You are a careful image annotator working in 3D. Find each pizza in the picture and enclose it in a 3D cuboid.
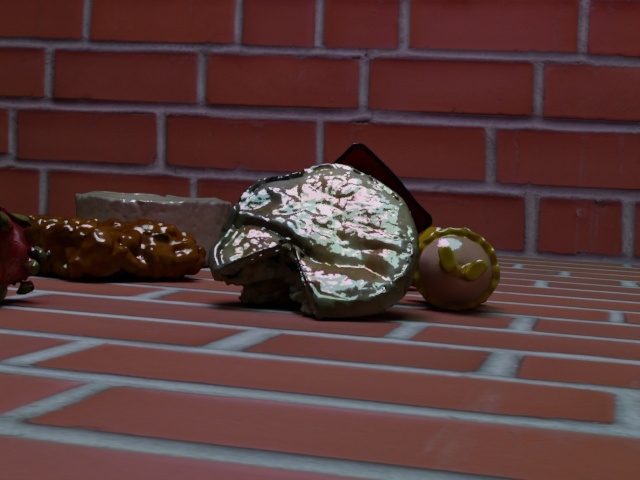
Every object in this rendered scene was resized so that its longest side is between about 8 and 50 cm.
[{"bbox_3d":[-0.056,0.065,1.763,0.226,0.069,0.147,1,5,-38],"label":"pizza"}]

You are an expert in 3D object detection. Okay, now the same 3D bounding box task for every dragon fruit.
[{"bbox_3d":[-0.463,0.012,1.533,0.167,0.160,0.172,-22,-8,26],"label":"dragon fruit"}]

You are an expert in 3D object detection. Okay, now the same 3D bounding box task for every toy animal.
[{"bbox_3d":[0.215,0.048,1.819,0.156,0.156,0.230,3,-8,3],"label":"toy animal"}]

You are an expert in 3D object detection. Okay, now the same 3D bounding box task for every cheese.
[{"bbox_3d":[-0.364,-0.028,2.451,0.332,0.153,0.292,3,3,-36],"label":"cheese"}]

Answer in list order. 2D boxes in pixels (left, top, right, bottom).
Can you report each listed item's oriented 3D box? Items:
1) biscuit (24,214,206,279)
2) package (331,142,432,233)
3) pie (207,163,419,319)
[{"bbox_3d":[-0.392,0.011,2.080,0.312,0.110,0.318,3,2,-39],"label":"biscuit"},{"bbox_3d":[0.029,-0.020,1.862,0.269,0.071,0.194,-34,-61,29],"label":"package"},{"bbox_3d":[0.000,0.000,1.683,0.338,0.075,0.337,-2,41,1],"label":"pie"}]
